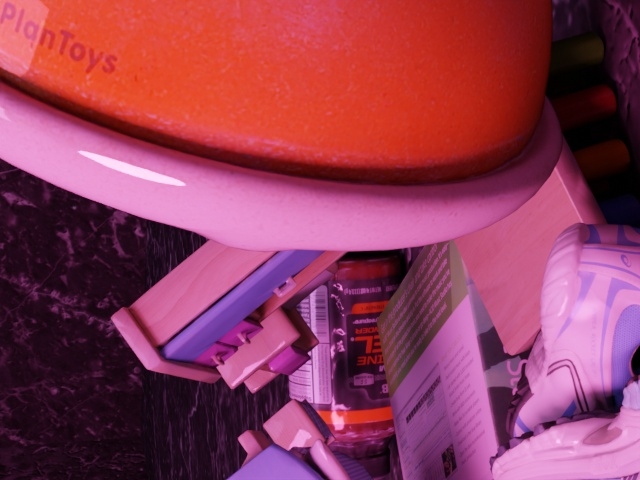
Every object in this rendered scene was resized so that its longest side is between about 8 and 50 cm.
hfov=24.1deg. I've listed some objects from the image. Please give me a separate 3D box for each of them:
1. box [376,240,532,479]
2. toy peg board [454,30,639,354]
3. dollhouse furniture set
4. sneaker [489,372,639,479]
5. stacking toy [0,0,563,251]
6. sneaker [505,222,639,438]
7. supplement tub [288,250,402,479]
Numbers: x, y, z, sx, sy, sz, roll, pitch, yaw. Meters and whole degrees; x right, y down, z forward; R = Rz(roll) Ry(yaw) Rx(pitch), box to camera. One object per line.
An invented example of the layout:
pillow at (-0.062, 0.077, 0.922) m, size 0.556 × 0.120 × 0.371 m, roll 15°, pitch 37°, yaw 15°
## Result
box at (0.114, 0.159, 1.061) m, size 0.232 × 0.058 × 0.322 m, roll 115°, pitch 147°, yaw -64°
toy peg board at (0.138, -0.038, 0.909) m, size 0.160 × 0.079 × 0.161 m, roll 66°, pitch 160°, yaw 17°
dollhouse furniture set at (0.051, 0.122, 1.052) m, size 0.303 × 0.198 × 0.286 m, roll 53°, pitch -175°, yaw 15°
sneaker at (0.165, 0.137, 0.731) m, size 0.283 × 0.110 × 0.122 m, roll 120°, pitch 140°, yaw -67°
stacking toy at (0.005, -0.265, 0.658) m, size 0.350 × 0.350 × 0.480 m, roll -115°, pitch 38°, yaw -57°
sneaker at (0.152, 0.067, 0.813) m, size 0.237 × 0.086 × 0.085 m, roll 87°, pitch -156°, yaw -64°
supplement tub at (0.024, 0.109, 1.321) m, size 0.106 × 0.106 × 0.198 m, roll -165°, pitch 72°, yaw -76°
